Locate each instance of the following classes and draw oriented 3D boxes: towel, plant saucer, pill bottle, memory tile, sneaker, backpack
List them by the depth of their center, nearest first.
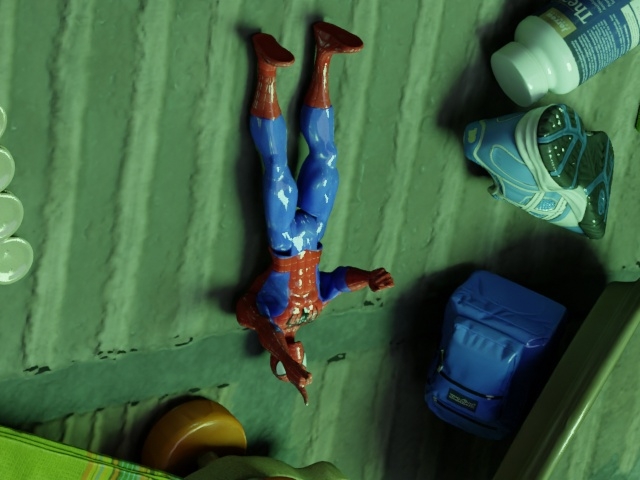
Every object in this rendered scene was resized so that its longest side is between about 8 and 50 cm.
[{"bbox_3d":[-0.252,-0.020,1.298,0.113,0.012,0.148,-23,128,-24],"label":"memory tile"},{"bbox_3d":[-0.210,0.186,1.377,0.237,0.021,0.102,18,105,-13],"label":"towel"},{"bbox_3d":[0.192,-0.155,1.508,0.120,0.067,0.067,-35,132,-15],"label":"pill bottle"},{"bbox_3d":[0.180,-0.058,1.562,0.211,0.081,0.080,41,54,-59],"label":"sneaker"},{"bbox_3d":[0.132,0.101,1.592,0.101,0.098,0.120,-39,150,-48],"label":"backpack"},{"bbox_3d":[0.198,0.145,1.624,0.278,0.041,0.278,-58,170,-17],"label":"plant saucer"}]

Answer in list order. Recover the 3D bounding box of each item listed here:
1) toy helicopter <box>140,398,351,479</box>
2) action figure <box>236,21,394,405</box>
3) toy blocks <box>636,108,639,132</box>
[{"bbox_3d":[-0.033,0.284,1.566,0.355,0.140,0.235,23,101,-47],"label":"toy helicopter"},{"bbox_3d":[0.000,0.000,1.418,0.091,0.139,0.280,-14,126,-29],"label":"action figure"},{"bbox_3d":[0.418,-0.091,1.582,0.190,0.261,0.381,-9,121,-32],"label":"toy blocks"}]
